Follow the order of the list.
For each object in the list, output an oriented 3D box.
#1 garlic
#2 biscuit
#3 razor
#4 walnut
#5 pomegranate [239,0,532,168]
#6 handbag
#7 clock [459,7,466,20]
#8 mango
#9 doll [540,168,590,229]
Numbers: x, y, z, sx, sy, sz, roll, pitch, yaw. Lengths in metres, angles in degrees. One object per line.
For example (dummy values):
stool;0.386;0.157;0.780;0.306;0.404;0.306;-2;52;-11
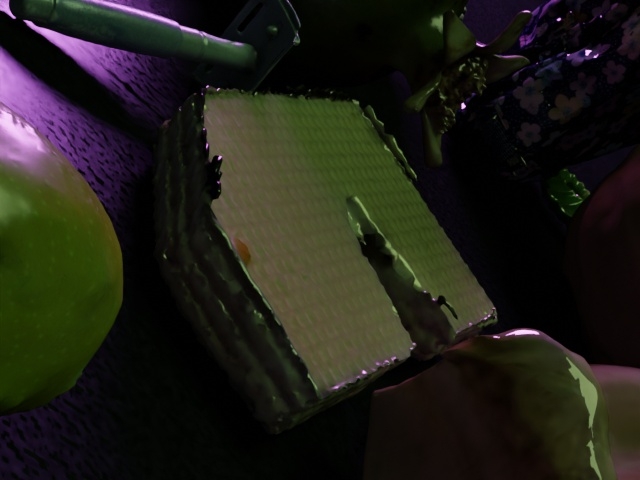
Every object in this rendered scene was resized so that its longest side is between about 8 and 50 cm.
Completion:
garlic;0.156;0.165;0.552;0.325;0.132;0.279;26;38;-41
biscuit;0.000;0.000;0.599;0.147;0.046;0.250;57;21;8
razor;-0.078;-0.091;0.592;0.135;0.068;0.040;6;46;-46
walnut;0.288;0.036;0.884;0.273;0.273;0.227;55;-14;7
pomegranate;0.033;-0.144;0.748;0.169;0.148;0.148;37;11;31
handbag;0.202;-0.123;1.000;0.126;0.208;0.229;66;25;-1
clock;0.021;-0.246;0.937;0.241;0.142;0.227;63;22;0
mango;-0.119;-0.015;0.338;0.165;0.074;0.091;38;27;-32
doll;0.244;0.012;1.082;0.190;0.050;0.115;43;27;-19
